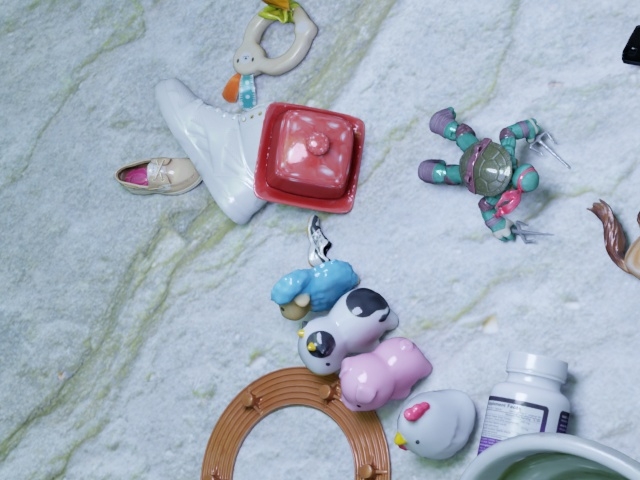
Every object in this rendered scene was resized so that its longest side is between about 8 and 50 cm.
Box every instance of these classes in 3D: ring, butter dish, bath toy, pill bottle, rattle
[{"bbox_3d":[-0.048,0.351,1.938,0.336,0.032,0.336,-10,70,30],"label":"ring"},{"bbox_3d":[-0.011,-0.135,1.973,0.160,0.118,0.160,10,78,-7],"label":"butter dish"},{"bbox_3d":[0.071,0.174,1.856,0.151,0.129,0.348,-50,57,10],"label":"bath toy"},{"bbox_3d":[0.267,0.247,1.719,0.108,0.108,0.193,8,80,34],"label":"pill bottle"},{"bbox_3d":[-0.111,-0.314,2.115,0.200,0.143,0.130,-40,77,9],"label":"rattle"}]

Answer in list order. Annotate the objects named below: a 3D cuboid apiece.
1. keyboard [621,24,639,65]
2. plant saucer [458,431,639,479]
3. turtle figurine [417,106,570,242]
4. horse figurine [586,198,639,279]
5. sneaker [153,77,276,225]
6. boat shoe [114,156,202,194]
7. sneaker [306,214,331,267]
[{"bbox_3d":[0.499,-0.237,1.769,0.192,0.038,0.100,16,62,36],"label":"keyboard"},{"bbox_3d":[0.341,0.395,1.567,0.400,0.100,0.400,21,124,34],"label":"plant saucer"},{"bbox_3d":[0.245,-0.102,1.840,0.234,0.118,0.175,27,91,41],"label":"turtle figurine"},{"bbox_3d":[0.452,-0.003,1.674,0.263,0.066,0.174,-3,75,56],"label":"horse figurine"},{"bbox_3d":[-0.141,-0.186,2.120,0.169,0.108,0.292,-40,68,15],"label":"sneaker"},{"bbox_3d":[-0.273,-0.110,2.201,0.170,0.059,0.063,-9,71,31],"label":"boat shoe"},{"bbox_3d":[0.000,0.000,2.016,0.037,0.032,0.083,-7,76,16],"label":"sneaker"}]
